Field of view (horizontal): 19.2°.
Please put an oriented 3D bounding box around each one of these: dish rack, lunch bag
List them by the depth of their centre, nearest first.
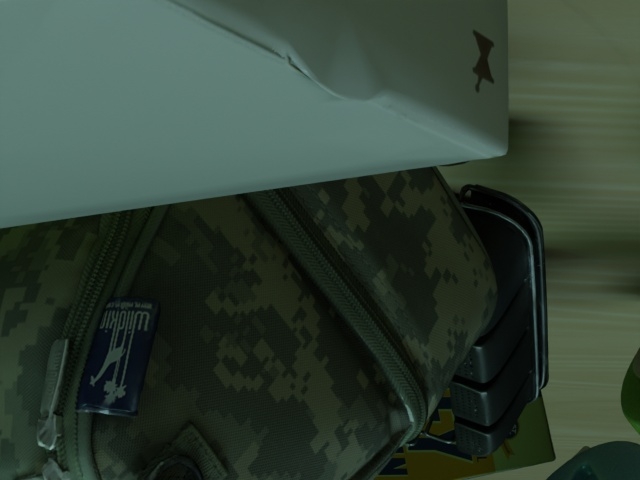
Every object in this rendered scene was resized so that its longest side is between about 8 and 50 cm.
[{"bbox_3d":[-0.103,0.053,0.884,0.305,0.256,0.212,-11,122,46],"label":"lunch bag"},{"bbox_3d":[-0.008,0.027,1.096,0.271,0.074,0.208,17,149,18],"label":"dish rack"}]

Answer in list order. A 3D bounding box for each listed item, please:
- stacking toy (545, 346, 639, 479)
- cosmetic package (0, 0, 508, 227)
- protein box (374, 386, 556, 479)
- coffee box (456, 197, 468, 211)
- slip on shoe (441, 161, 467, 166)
[{"bbox_3d":[0.215,0.119,1.270,0.130,0.309,0.279,41,179,-18],"label":"stacking toy"},{"bbox_3d":[-0.141,-0.092,0.617,0.365,0.155,0.197,-8,164,32],"label":"cosmetic package"},{"bbox_3d":[0.027,0.111,1.327,0.200,0.136,0.201,-9,174,-17],"label":"protein box"},{"bbox_3d":[0.000,0.000,1.199,0.113,0.040,0.184,14,161,-39],"label":"coffee box"},{"bbox_3d":[0.029,-0.052,0.986,0.051,0.041,0.135,-10,161,40],"label":"slip on shoe"}]
